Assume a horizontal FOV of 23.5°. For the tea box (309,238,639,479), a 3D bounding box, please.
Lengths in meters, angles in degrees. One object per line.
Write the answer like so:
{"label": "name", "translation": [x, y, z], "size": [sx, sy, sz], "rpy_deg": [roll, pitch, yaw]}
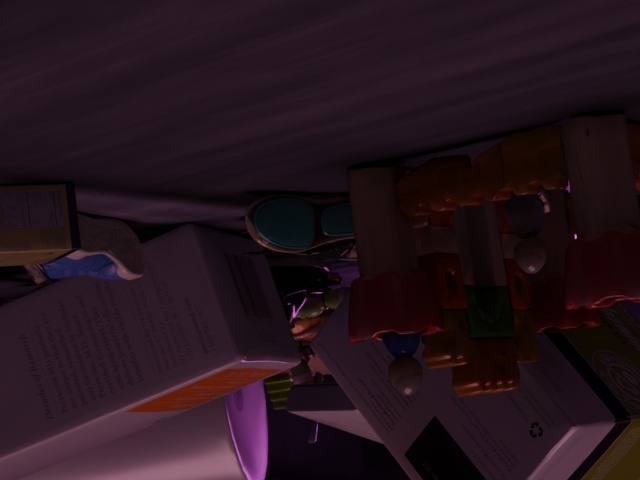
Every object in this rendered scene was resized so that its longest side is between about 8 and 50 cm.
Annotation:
{"label": "tea box", "translation": [0.230, 0.162, 1.843], "size": [0.323, 0.329, 0.220], "rpy_deg": [0, 133, -50]}

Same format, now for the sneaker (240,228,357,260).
{"label": "sneaker", "translation": [0.000, -0.003, 1.630], "size": [0.170, 0.051, 0.089], "rpy_deg": [-3, 178, -3]}

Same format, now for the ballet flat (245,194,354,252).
{"label": "ballet flat", "translation": [-0.017, -0.017, 1.495], "size": [0.168, 0.057, 0.052], "rpy_deg": [0, 180, -42]}

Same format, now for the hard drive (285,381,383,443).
{"label": "hard drive", "translation": [0.133, 0.251, 2.014], "size": [0.307, 0.040, 0.203], "rpy_deg": [22, 164, -25]}

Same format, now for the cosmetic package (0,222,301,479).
{"label": "cosmetic package", "translation": [-0.277, 0.146, 1.718], "size": [0.453, 0.162, 0.230], "rpy_deg": [-23, 169, 14]}

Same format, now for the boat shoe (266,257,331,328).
{"label": "boat shoe", "translation": [-0.084, 0.079, 1.962], "size": [0.127, 0.113, 0.340], "rpy_deg": [-10, 173, 22]}

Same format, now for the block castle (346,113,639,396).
{"label": "block castle", "translation": [0.241, 0.028, 1.453], "size": [0.303, 0.213, 0.453], "rpy_deg": [-11, 172, 31]}

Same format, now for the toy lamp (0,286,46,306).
{"label": "toy lamp", "translation": [-0.386, 0.081, 1.848], "size": [0.080, 0.080, 0.274], "rpy_deg": [-8, 174, 13]}

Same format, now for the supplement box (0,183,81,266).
{"label": "supplement box", "translation": [-0.254, -0.012, 1.279], "size": [0.083, 0.056, 0.083], "rpy_deg": [-3, 172, -29]}

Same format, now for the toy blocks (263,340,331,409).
{"label": "toy blocks", "translation": [-0.129, 0.156, 2.449], "size": [0.381, 0.191, 0.261], "rpy_deg": [-10, 161, 21]}

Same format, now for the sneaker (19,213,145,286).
{"label": "sneaker", "translation": [-0.237, 0.013, 1.484], "size": [0.084, 0.058, 0.152], "rpy_deg": [-16, 166, 20]}

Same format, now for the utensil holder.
{"label": "utensil holder", "translation": [-0.294, 0.237, 2.196], "size": [0.385, 0.328, 0.327], "rpy_deg": [-9, 173, 8]}

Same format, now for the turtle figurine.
{"label": "turtle figurine", "translation": [0.043, 0.147, 2.198], "size": [0.266, 0.198, 0.274], "rpy_deg": [-16, -155, -34]}
